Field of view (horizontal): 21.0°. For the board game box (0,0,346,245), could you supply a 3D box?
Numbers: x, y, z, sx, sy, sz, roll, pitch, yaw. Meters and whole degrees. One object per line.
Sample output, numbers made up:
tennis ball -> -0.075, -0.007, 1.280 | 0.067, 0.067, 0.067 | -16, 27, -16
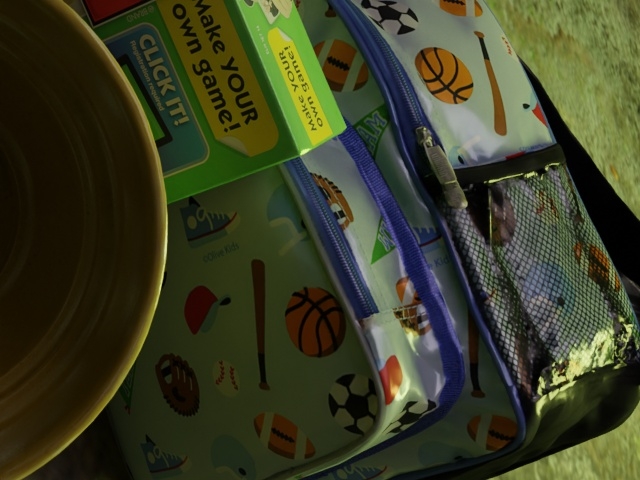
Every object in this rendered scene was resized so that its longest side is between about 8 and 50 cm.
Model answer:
board game box -> -0.144, -0.154, 0.703 | 0.046, 0.213, 0.317 | -35, 104, -57

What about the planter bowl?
planter bowl -> -0.168, -0.009, 0.666 | 0.090, 0.217, 0.217 | -136, -156, -83

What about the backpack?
backpack -> 0.000, 0.000, 0.831 | 0.213, 0.276, 0.263 | -3, 71, -47
